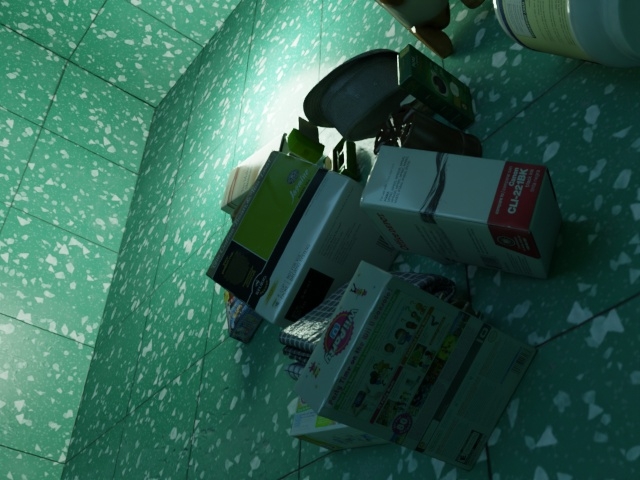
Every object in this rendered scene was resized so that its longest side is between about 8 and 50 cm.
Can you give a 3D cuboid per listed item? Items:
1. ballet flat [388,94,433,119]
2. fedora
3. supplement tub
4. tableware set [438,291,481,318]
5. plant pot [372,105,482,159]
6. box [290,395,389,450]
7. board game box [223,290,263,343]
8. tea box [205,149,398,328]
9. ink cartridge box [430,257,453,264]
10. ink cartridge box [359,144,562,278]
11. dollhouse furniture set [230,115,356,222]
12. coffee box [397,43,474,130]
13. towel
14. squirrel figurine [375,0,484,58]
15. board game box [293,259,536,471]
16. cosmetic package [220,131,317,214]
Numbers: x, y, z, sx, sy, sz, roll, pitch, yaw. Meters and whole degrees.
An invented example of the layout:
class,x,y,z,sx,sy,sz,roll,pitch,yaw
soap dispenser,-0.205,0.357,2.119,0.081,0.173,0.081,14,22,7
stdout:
class,x,y,z,sx,sy,sz,roll,pitch,yaw
ballet flat,0.197,-0.287,1.759,0.206,0.067,0.073,-46,32,30
fedora,0.109,-0.322,1.814,0.276,0.243,0.124,-30,63,0
supplement tub,0.454,-0.407,1.235,0.235,0.235,0.325,-59,27,8
tableware set,0.209,0.193,1.257,0.039,0.128,0.194,22,87,45
plant pot,0.206,-0.178,1.539,0.167,0.165,0.167,-40,36,37
box,0.048,0.319,1.434,0.203,0.103,0.114,-27,44,49
board game box,-0.175,0.139,2.037,0.194,0.060,0.194,-50,29,21
tea box,-0.030,0.016,1.666,0.324,0.220,0.329,29,91,52
ink cartridge box,0.250,-0.022,1.402,0.143,0.092,0.089,-19,51,54
ink cartridge box,0.227,-0.045,1.224,0.273,0.197,0.114,10,72,28
dollhouse furniture set,-0.072,-0.151,1.959,0.301,0.198,0.151,-48,26,31
coffee box,0.238,-0.317,1.587,0.040,0.184,0.113,-38,36,38
towel,0.081,0.151,1.373,0.284,0.121,0.235,-30,16,-27
squirrel figurine,0.273,-0.685,1.780,0.370,0.281,0.397,-48,32,14
board game box,0.146,0.194,1.154,0.224,0.303,0.097,-62,28,1
cosmetic package,-0.148,-0.170,2.191,0.296,0.129,0.153,-28,44,49
